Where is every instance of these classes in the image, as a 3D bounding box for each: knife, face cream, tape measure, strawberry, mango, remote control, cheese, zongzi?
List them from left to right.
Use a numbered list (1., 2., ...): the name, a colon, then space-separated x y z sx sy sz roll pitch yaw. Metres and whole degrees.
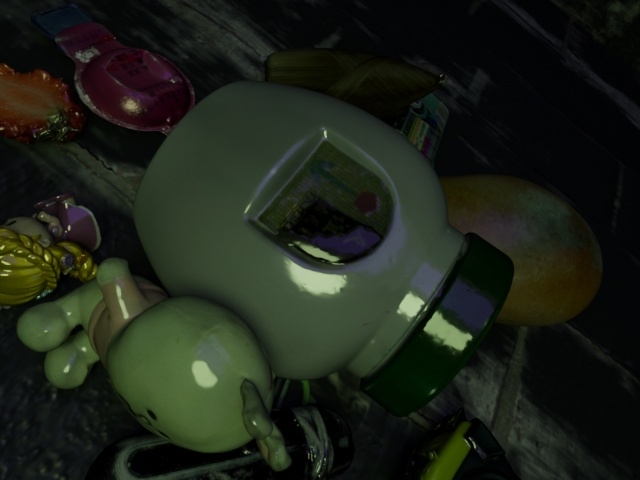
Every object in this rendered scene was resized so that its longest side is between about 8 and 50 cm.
1. strawberry: -0.350 -0.159 0.558 0.152 0.048 0.104 31 57 9
2. cheese: -0.271 -0.227 0.633 0.244 0.062 0.155 41 49 0
3. remote control: -0.074 0.200 0.440 0.265 0.066 0.090 1 50 -32
4. knife: -0.010 0.134 0.586 0.054 0.015 0.212 30 51 -11
5. face cream: 0.000 0.000 0.524 0.356 0.219 0.313 36 71 5
6. zongzi: 0.036 -0.241 0.719 0.220 0.242 0.112 1 103 -19
7. tape measure: 0.155 0.313 0.510 0.186 0.112 0.199 -26 70 -45
8. mango: 0.242 0.005 0.696 0.383 0.199 0.222 19 72 -8

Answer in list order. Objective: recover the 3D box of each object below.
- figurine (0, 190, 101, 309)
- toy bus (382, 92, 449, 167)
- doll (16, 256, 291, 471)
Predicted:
1. figurine: -0.285 0.031 0.451 0.115 0.094 0.156 61 31 -11
2. toy bus: 0.150 -0.169 0.820 0.109 0.091 0.262 37 52 -13
3. doll: -0.130 0.094 0.400 0.274 0.155 0.113 11 38 27
